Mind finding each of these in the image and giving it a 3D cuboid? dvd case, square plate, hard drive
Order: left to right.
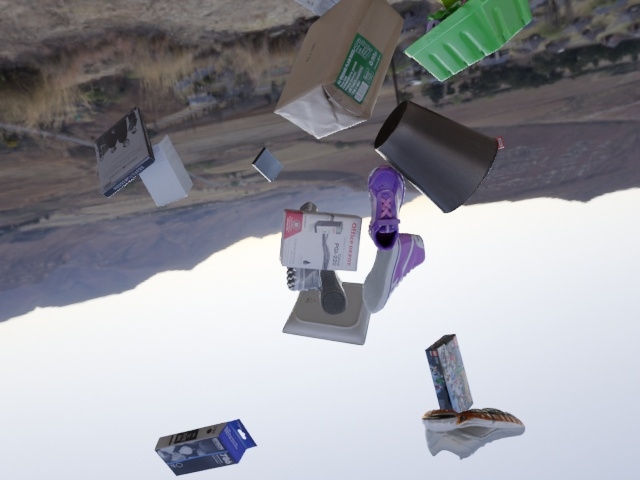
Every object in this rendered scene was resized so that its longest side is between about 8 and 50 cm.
[{"bbox_3d":[-0.566,-0.257,1.288,0.179,0.238,0.029,-34,146,11],"label":"dvd case"},{"bbox_3d":[-0.232,-0.333,1.977,0.022,0.094,0.135,27,170,43],"label":"hard drive"},{"bbox_3d":[0.047,0.278,1.907,0.345,0.049,0.347,6,-142,14],"label":"square plate"}]

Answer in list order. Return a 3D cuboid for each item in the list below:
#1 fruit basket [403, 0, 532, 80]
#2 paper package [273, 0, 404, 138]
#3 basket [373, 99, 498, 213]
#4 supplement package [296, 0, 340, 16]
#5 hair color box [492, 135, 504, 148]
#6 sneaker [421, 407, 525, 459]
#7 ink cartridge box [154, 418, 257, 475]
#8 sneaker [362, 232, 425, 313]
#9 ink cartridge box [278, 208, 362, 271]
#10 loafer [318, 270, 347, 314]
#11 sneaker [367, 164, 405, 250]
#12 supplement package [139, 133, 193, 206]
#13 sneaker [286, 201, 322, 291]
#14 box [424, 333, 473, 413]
[{"bbox_3d":[0.421,-0.742,1.391,0.283,0.392,0.392,-42,-166,-16],"label":"fruit basket"},{"bbox_3d":[0.048,-0.487,1.263,0.168,0.324,0.310,27,167,-27],"label":"paper package"},{"bbox_3d":[0.250,-0.204,1.021,0.227,0.204,0.154,31,-171,-14],"label":"basket"},{"bbox_3d":[0.059,-0.824,1.392,0.198,0.262,0.199,8,-147,-45],"label":"supplement package"},{"bbox_3d":[0.582,-0.336,1.628,0.141,0.043,0.072,-13,-173,39],"label":"hair color box"},{"bbox_3d":[0.406,0.519,1.195,0.263,0.120,0.099,-4,177,11],"label":"sneaker"},{"bbox_3d":[-0.414,0.756,1.633,0.333,0.165,0.065,-19,-154,11],"label":"ink cartridge box"},{"bbox_3d":[0.233,0.103,1.356,0.161,0.281,0.102,-4,-143,-31],"label":"sneaker"},{"bbox_3d":[0.000,0.000,1.267,0.218,0.158,0.092,4,-172,-11],"label":"ink cartridge box"},{"bbox_3d":[0.037,0.159,1.631,0.102,0.268,0.092,-8,-145,7],"label":"loafer"},{"bbox_3d":[0.166,-0.071,1.132,0.095,0.236,0.104,0,-149,5],"label":"sneaker"},{"bbox_3d":[-0.485,-0.214,1.378,0.105,0.179,0.105,-19,-153,5],"label":"supplement package"},{"bbox_3d":[-0.036,0.022,1.379,0.116,0.280,0.105,11,169,-27],"label":"sneaker"},{"bbox_3d":[0.402,0.424,1.392,0.044,0.232,0.159,-15,178,37],"label":"box"}]
